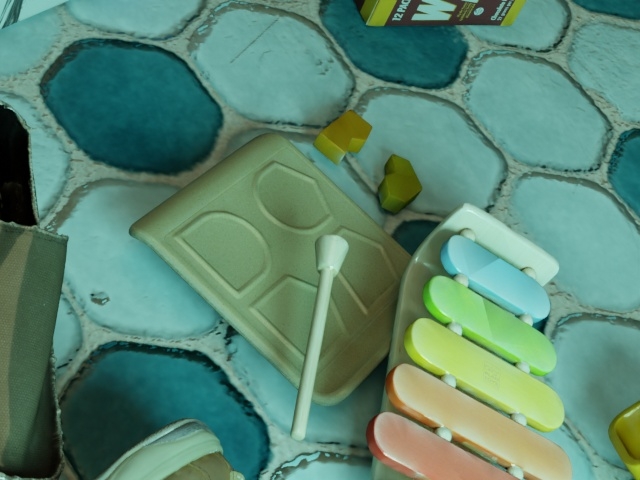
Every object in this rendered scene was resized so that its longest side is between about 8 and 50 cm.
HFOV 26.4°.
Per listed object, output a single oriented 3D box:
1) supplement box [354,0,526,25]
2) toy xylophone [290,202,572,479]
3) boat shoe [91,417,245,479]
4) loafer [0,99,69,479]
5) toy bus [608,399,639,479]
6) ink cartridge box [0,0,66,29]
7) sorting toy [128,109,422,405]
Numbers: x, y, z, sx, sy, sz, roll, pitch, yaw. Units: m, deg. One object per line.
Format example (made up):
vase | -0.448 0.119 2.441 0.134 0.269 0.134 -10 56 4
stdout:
supplement box | 0.120 -0.346 1.484 0.191 0.129 0.194 -5 55 -27
toy xylophone | 0.097 0.111 1.090 0.236 0.081 0.322 24 49 -27
boat shoe | -0.160 0.237 0.888 0.324 0.123 0.116 -32 72 -37
loafer | -0.251 0.034 0.981 0.134 0.130 0.366 19 41 -44
toy bus | 0.320 0.214 1.120 0.104 0.191 0.202 -33 62 7
ink cartridge box | -0.338 -0.313 1.259 0.223 0.129 0.307 44 49 13
sorting toy | 0.000 0.000 1.212 0.229 0.041 0.307 40 42 8
